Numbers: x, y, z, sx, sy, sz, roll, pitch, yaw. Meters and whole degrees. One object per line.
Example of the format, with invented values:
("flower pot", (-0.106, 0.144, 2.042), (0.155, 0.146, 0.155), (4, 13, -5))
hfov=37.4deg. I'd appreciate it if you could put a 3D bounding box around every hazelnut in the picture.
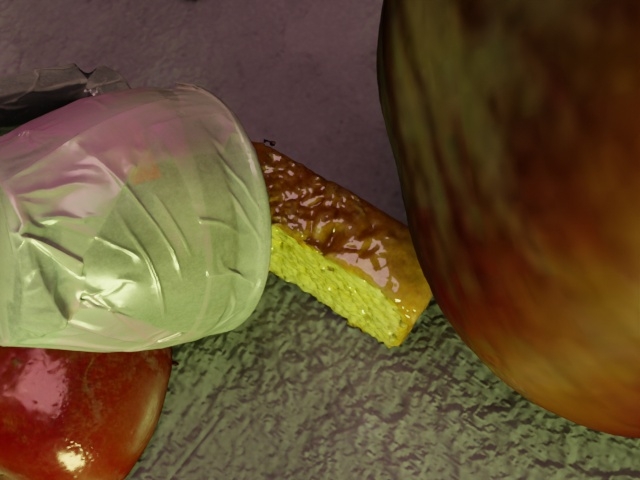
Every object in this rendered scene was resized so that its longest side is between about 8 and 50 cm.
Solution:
("hazelnut", (0.205, -0.075, 0.497), (0.359, 0.409, 0.359), (6, 62, -12))

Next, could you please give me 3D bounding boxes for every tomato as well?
("tomato", (-0.194, 0.085, 0.661), (0.166, 0.082, 0.174), (12, 70, 13))

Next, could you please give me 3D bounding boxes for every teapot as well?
("teapot", (-0.146, -0.035, 0.581), (0.178, 0.163, 0.221), (-12, 75, -38))

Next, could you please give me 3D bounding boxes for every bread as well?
("bread", (0.000, 0.000, 0.663), (0.187, 0.103, 0.065), (28, 72, 20))
